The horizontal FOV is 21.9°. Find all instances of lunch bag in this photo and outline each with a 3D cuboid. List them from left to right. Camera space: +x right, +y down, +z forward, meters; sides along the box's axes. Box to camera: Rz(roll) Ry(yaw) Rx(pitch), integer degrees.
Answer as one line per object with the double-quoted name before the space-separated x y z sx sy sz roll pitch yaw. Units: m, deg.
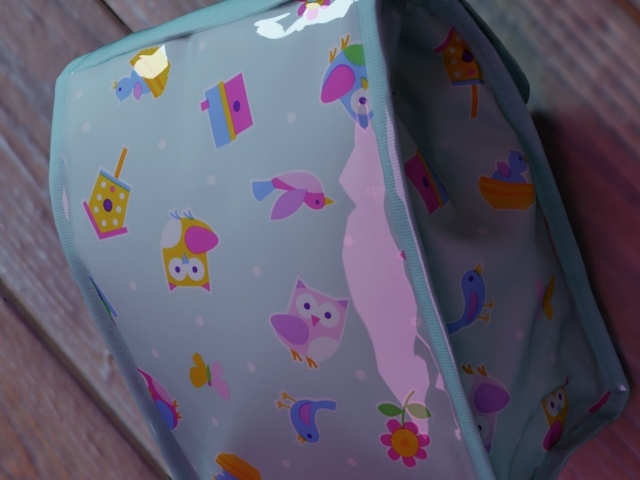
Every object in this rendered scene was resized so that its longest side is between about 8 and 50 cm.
"lunch bag" 0.000 0.000 0.815 0.223 0.160 0.262 -10 107 40
